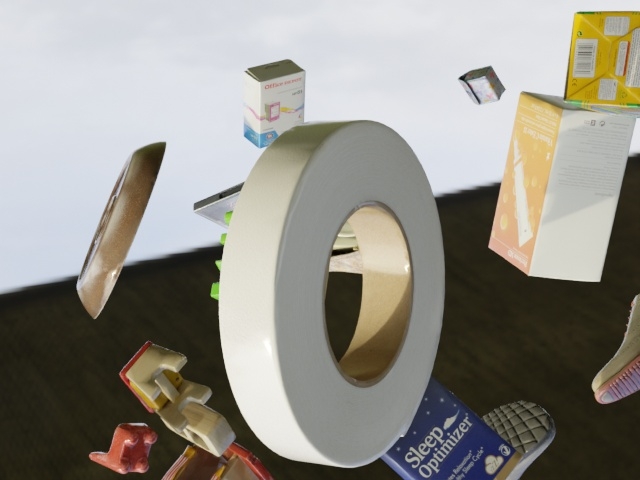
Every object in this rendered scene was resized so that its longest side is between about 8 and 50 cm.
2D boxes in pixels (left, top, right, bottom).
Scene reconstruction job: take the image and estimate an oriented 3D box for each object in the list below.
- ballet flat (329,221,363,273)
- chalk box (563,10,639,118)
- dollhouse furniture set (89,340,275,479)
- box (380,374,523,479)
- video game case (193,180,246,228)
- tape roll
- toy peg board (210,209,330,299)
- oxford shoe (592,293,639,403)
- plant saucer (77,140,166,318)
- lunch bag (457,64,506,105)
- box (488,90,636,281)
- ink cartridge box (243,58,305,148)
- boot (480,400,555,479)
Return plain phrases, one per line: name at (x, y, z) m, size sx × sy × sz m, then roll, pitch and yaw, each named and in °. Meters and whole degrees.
ballet flat at (0.000, 0.000, 2.173) m, size 0.316 × 0.106 × 0.107 m, roll -4°, pitch -129°, yaw 34°
chalk box at (0.456, -0.241, 1.764) m, size 0.132 × 0.132 × 0.213 m, roll 9°, pitch -176°, yaw 40°
dollhouse furniture set at (-0.235, 0.322, 1.845) m, size 0.152 × 0.374 × 0.201 m, roll 21°, pitch -118°, yaw 39°
box at (0.157, 0.280, 1.758) m, size 0.225 × 0.036 × 0.136 m, roll 41°, pitch -112°, yaw 7°
video game case at (-0.085, -0.073, 2.469) m, size 0.274 × 0.026 × 0.196 m, roll -22°, pitch 147°, yaw 33°
tape roll at (0.027, 0.059, 1.398) m, size 0.072 × 0.392 × 0.392 m, roll 1°, pitch -157°, yaw 31°
toy peg board at (-0.068, 0.032, 1.675) m, size 0.079 × 0.161 × 0.161 m, roll -8°, pitch 153°, yaw 37°
oxford shoe at (0.665, 0.185, 2.534) m, size 0.348 × 0.123 × 0.130 m, roll -42°, pitch -123°, yaw -2°
plant saucer at (-0.328, -0.026, 2.025) m, size 0.050 × 0.310 × 0.310 m, roll 22°, pitch -159°, yaw -13°
lunch bag at (0.343, -0.329, 2.685) m, size 0.083 × 0.071 × 0.053 m, roll -5°, pitch -140°, yaw 45°
box at (0.492, -0.113, 2.578) m, size 0.168 × 0.345 × 0.215 m, roll 5°, pitch -166°, yaw -17°
ink cartridge box at (-0.074, -0.220, 2.004) m, size 0.088 × 0.122 × 0.052 m, roll -19°, pitch -142°, yaw -28°
boot at (0.332, 0.425, 2.209) m, size 0.223 × 0.338 × 0.118 m, roll 27°, pitch -147°, yaw -32°
